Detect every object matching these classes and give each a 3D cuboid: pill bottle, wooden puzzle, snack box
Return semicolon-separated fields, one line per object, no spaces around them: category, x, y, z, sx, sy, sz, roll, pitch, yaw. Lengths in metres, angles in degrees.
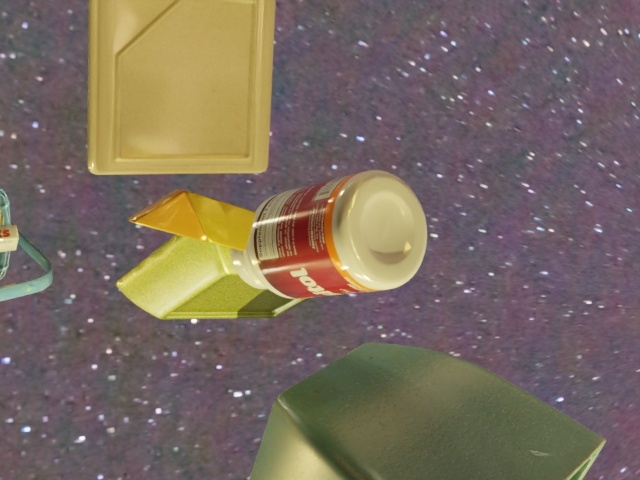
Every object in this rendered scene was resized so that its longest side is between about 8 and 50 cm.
pill bottle;0.000;0.000;0.698;0.152;0.086;0.086;-10;-99;51
wooden puzzle;-0.048;-0.056;0.323;0.014;0.078;0.116;18;-79;52
snack box;-0.481;0.007;1.184;0.064;0.178;0.022;145;-65;-65

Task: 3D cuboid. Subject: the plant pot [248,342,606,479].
plant pot;0.071;0.246;0.902;0.252;0.247;0.248;37;-50;26

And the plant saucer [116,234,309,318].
plant saucer;-0.067;0.033;0.859;0.188;0.188;0.045;-32;-117;49

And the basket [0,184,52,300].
basket;-0.548;0.014;1.291;0.289;0.255;0.201;43;-45;33
